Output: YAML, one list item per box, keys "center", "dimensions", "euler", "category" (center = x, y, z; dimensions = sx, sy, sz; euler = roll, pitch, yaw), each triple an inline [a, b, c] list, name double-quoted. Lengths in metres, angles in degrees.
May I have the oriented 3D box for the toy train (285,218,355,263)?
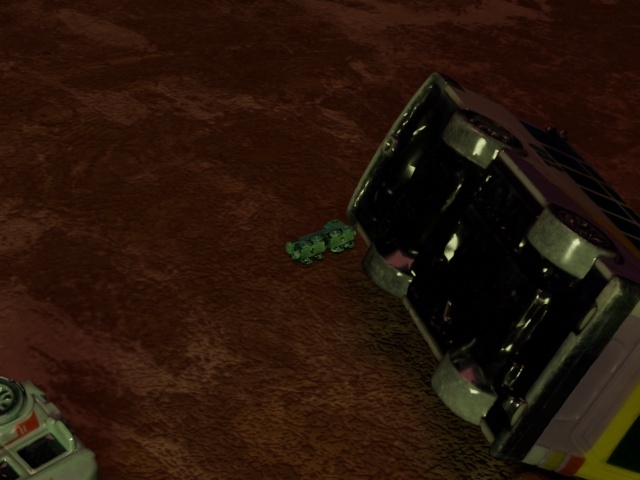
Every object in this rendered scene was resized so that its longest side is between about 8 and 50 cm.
- center: [0.000, 0.000, 1.654]
  dimensions: [0.092, 0.029, 0.045]
  euler: [-20, 31, -32]
  category: "toy train"

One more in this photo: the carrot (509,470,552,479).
- center: [0.205, 0.290, 1.174]
  dimensions: [0.059, 0.059, 0.248]
  euler: [-2, 36, -10]
  category: "carrot"

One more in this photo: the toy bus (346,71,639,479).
- center: [0.216, 0.030, 1.408]
  dimensions: [0.249, 0.209, 0.440]
  euler: [20, 22, -30]
  category: "toy bus"

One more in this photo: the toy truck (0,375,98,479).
- center: [-0.317, 0.245, 1.118]
  dimensions: [0.162, 0.136, 0.305]
  euler: [35, 45, 31]
  category: "toy truck"
